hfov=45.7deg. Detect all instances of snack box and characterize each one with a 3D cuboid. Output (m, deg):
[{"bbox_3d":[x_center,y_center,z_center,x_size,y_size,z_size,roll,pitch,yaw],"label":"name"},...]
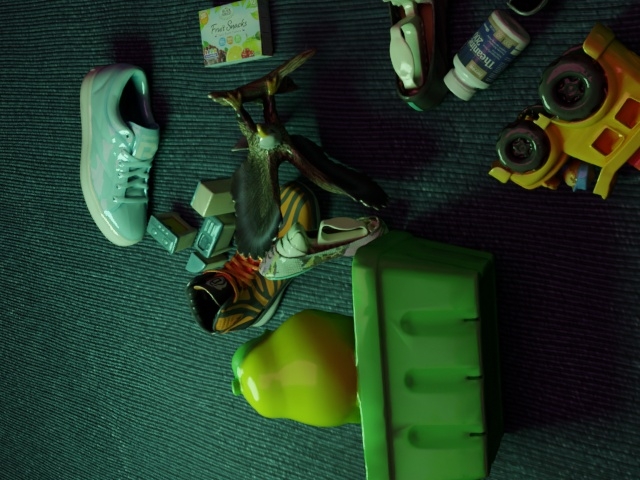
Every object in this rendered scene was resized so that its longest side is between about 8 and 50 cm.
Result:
[{"bbox_3d":[-0.151,-0.368,1.350,0.141,0.037,0.100,-1,97,37],"label":"snack box"}]

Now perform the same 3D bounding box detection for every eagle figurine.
[{"bbox_3d":[-0.061,-0.125,1.210,0.226,0.225,0.298,-33,78,35],"label":"eagle figurine"}]

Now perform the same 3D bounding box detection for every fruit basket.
[{"bbox_3d":[0.072,0.179,1.130,0.391,0.283,0.393,3,100,21],"label":"fruit basket"}]

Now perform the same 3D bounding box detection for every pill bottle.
[{"bbox_3d":[0.231,-0.258,1.069,0.067,0.067,0.120,53,124,17],"label":"pill bottle"}]

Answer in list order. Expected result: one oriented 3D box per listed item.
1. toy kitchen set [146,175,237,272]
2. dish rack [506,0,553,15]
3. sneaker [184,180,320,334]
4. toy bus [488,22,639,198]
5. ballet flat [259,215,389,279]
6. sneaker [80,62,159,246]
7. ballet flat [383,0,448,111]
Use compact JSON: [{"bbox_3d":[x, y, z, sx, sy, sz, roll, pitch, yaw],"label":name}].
[{"bbox_3d":[-0.246,-0.054,1.426,0.166,0.122,0.207,39,119,25],"label":"toy kitchen set"},{"bbox_3d":[0.257,-0.454,1.010,0.271,0.074,0.208,48,122,20],"label":"dish rack"},{"bbox_3d":[-0.121,0.047,1.315,0.124,0.180,0.321,38,119,25],"label":"sneaker"},{"bbox_3d":[0.355,-0.131,0.970,0.211,0.149,0.220,38,122,7],"label":"toy bus"},{"bbox_3d":[0.000,0.000,1.226,0.221,0.079,0.077,-14,46,5],"label":"ballet flat"},{"bbox_3d":[-0.384,-0.171,1.500,0.150,0.135,0.366,-3,98,40],"label":"sneaker"},{"bbox_3d":[0.138,-0.330,1.106,0.095,0.096,0.281,-4,96,38],"label":"ballet flat"}]
